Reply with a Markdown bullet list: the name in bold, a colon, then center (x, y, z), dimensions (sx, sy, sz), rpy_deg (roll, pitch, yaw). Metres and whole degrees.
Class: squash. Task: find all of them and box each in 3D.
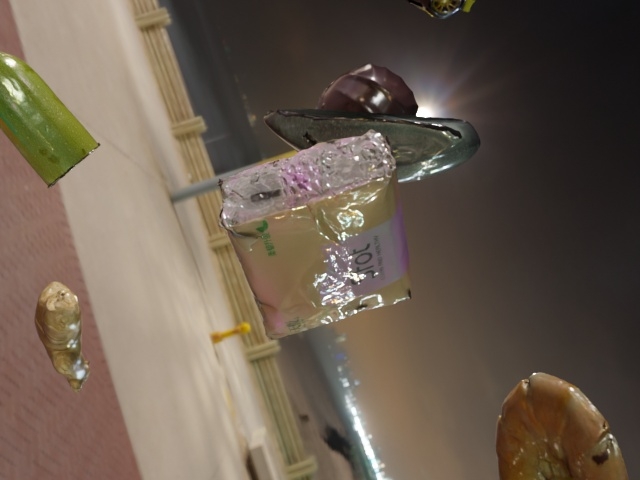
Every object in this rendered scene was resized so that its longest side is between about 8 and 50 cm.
- **squash**: center (-0.387, -0.169, 0.965), dimensions (0.188, 0.095, 0.095), rpy_deg (52, 3, -18)

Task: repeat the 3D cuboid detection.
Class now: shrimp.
- **shrimp**: center (0.222, 0.256, 0.688), dimensions (0.145, 0.061, 0.267), rpy_deg (24, -65, 51)

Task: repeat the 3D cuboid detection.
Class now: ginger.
- **ginger**: center (-0.452, 0.172, 1.290), dimensions (0.148, 0.081, 0.333), rpy_deg (50, -31, 30)

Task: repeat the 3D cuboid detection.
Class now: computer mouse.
- **computer mouse**: center (0.080, -0.160, 1.247), dimensions (0.203, 0.374, 0.114), rpy_deg (-31, 127, -66)

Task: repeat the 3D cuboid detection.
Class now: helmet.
- **helmet**: center (0.124, -0.308, 1.668), dimensions (0.225, 0.177, 0.305), rpy_deg (38, 28, -9)

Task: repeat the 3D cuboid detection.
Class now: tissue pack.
- **tissue pack**: center (0.000, 0.000, 0.911), dimensions (0.256, 0.215, 0.123), rpy_deg (74, -1, -53)

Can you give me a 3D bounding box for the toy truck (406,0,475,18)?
- **toy truck**: center (0.117, -0.559, 1.266), dimensions (0.180, 0.405, 0.254), rpy_deg (-100, -149, -43)
